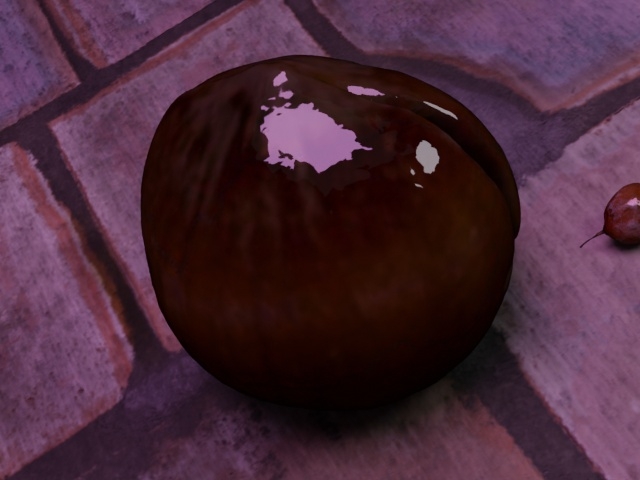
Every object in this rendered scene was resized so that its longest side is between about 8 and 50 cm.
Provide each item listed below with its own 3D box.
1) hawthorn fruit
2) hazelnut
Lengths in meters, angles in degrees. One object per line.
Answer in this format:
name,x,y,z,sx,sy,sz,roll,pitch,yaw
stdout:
hawthorn fruit,0.340,-0.022,1.624,0.103,0.067,0.067,-25,44,10
hazelnut,0.000,0.000,1.578,0.429,0.402,0.402,9,55,27
